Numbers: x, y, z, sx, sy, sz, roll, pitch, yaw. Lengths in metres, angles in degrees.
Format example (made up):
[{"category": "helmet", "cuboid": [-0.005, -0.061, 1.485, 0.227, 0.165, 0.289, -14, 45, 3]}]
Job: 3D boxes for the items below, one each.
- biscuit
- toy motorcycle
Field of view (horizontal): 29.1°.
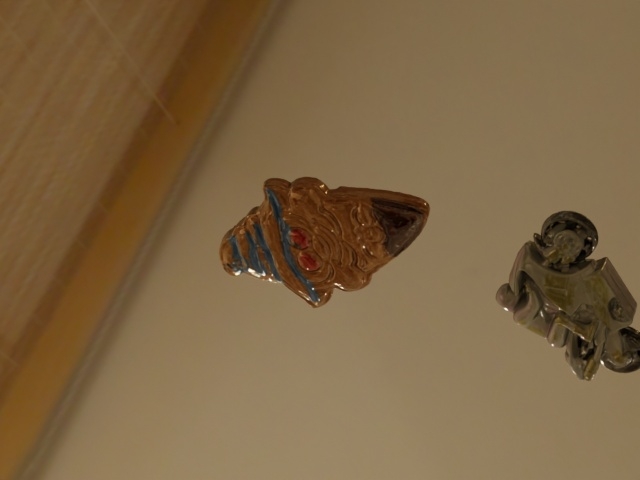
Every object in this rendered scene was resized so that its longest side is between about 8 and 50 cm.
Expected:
[{"category": "biscuit", "cuboid": [0.000, 0.000, 1.435, 0.280, 0.183, 0.043, -11, -145, 29]}, {"category": "toy motorcycle", "cuboid": [0.284, 0.072, 1.446, 0.152, 0.225, 0.073, -16, -158, 33]}]
